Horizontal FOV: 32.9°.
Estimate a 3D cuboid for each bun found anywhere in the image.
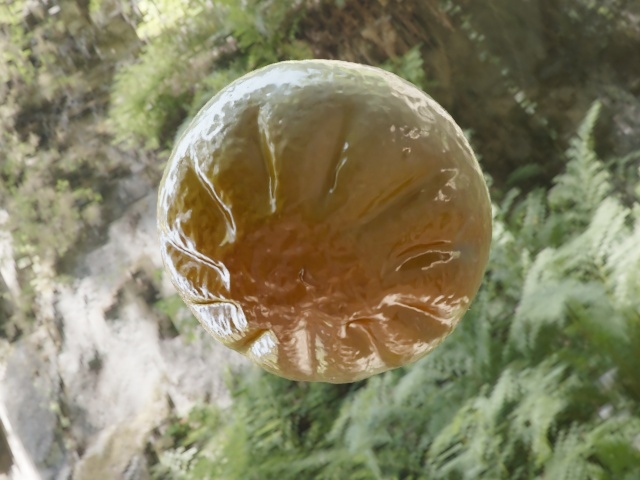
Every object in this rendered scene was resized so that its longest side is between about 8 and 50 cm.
[{"bbox_3d":[0.000,0.000,0.925,0.299,0.299,0.165,-48,8,26],"label":"bun"}]
